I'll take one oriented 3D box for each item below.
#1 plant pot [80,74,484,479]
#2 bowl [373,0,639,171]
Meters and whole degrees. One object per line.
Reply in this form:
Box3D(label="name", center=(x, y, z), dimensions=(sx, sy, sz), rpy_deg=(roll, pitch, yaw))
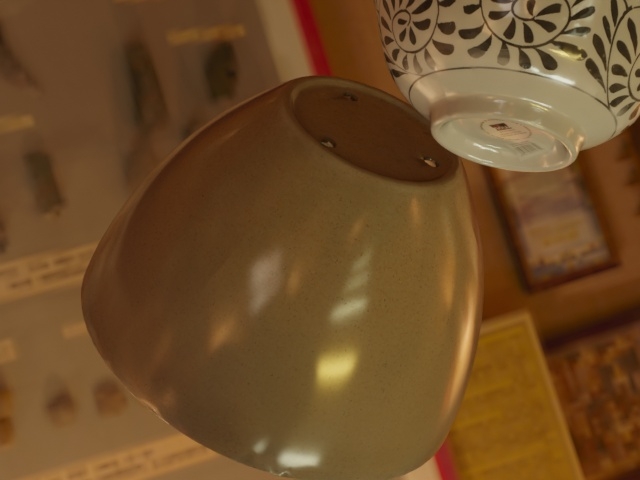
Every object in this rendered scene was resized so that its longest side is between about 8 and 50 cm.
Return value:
Box3D(label="plant pot", center=(0.000, 0.000, 1.155), dimensions=(0.284, 0.284, 0.191), rpy_deg=(-10, 135, -47))
Box3D(label="bowl", center=(0.098, -0.084, 0.841), dimensions=(0.170, 0.080, 0.170), rpy_deg=(13, 164, 4))
